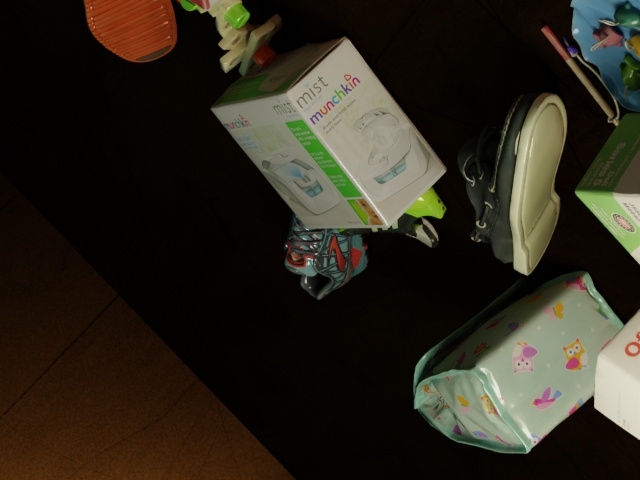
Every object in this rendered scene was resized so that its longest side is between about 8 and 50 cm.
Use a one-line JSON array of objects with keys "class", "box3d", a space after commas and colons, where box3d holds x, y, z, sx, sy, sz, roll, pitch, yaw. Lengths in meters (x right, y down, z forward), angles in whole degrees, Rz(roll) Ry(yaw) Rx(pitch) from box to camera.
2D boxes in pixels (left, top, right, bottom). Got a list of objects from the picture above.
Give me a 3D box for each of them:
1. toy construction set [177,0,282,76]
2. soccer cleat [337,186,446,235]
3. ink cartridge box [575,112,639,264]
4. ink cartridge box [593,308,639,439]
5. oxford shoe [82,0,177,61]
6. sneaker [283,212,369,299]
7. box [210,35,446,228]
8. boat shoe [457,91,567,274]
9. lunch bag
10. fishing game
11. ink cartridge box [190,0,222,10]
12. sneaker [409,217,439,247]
[{"class": "toy construction set", "box3d": [-0.187, -0.350, 2.093, 0.327, 0.151, 0.215, 38, 135, 1]}, {"class": "soccer cleat", "box3d": [0.096, -0.031, 2.203, 0.179, 0.060, 0.072, -22, 120, 43]}, {"class": "ink cartridge box", "box3d": [0.413, -0.021, 1.527, 0.198, 0.115, 0.273, 44, 163, -25]}, {"class": "ink cartridge box", "box3d": [0.460, 0.159, 1.678, 0.283, 0.207, 0.117, 35, 156, 28]}, {"class": "oxford shoe", "box3d": [-0.311, -0.406, 2.338, 0.364, 0.130, 0.133, 63, -172, -53]}, {"class": "sneaker", "box3d": [0.000, 0.000, 2.418, 0.104, 0.125, 0.262, 32, 156, 33]}, {"class": "box", "box3d": [0.008, -0.142, 2.141, 0.231, 0.127, 0.262, 51, 161, -18]}, {"class": "boat shoe", "box3d": [0.215, -0.077, 1.844, 0.113, 0.127, 0.340, 26, 164, 19]}, {"class": "lunch bag", "box3d": [0.253, 0.162, 2.078, 0.160, 0.223, 0.262, 55, 161, -6]}, {"class": "fishing game", "box3d": [0.317, -0.177, 1.574, 0.189, 0.041, 0.264, 50, 162, -10]}, {"class": "ink cartridge box", "box3d": [-0.226, -0.486, 1.866, 0.384, 0.160, 0.279, 36, 154, 32]}, {"class": "sneaker", "box3d": [0.122, -0.022, 2.255, 0.109, 0.044, 0.040, 40, 157, 15]}]
